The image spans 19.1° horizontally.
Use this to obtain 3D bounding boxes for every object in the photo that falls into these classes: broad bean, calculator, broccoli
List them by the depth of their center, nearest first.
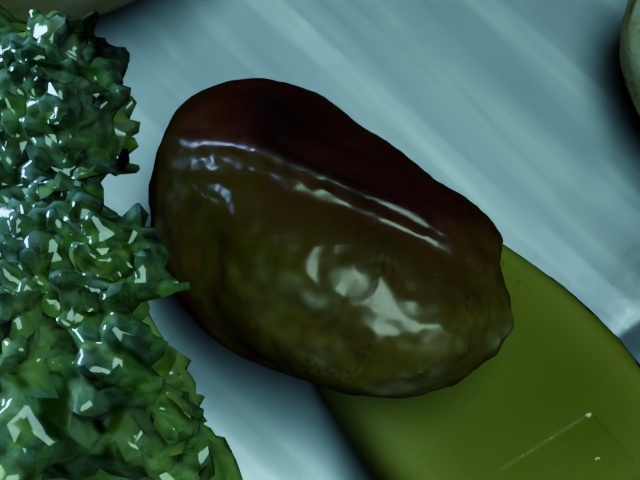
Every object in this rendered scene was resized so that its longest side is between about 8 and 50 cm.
[{"bbox_3d":[-0.137,0.061,0.923,0.275,0.397,0.353,-24,51,10],"label":"broccoli"},{"bbox_3d":[0.000,0.002,0.991,0.228,0.122,0.156,40,32,28],"label":"broad bean"},{"bbox_3d":[0.100,0.091,1.011,0.157,0.033,0.236,-30,58,-19],"label":"calculator"}]

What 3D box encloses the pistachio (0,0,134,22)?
[{"bbox_3d":[-0.176,-0.200,1.013,0.299,0.187,0.187,-14,78,-22],"label":"pistachio"}]

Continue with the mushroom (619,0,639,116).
[{"bbox_3d":[0.246,-0.108,1.107,0.148,0.112,0.148,2,69,-4],"label":"mushroom"}]
